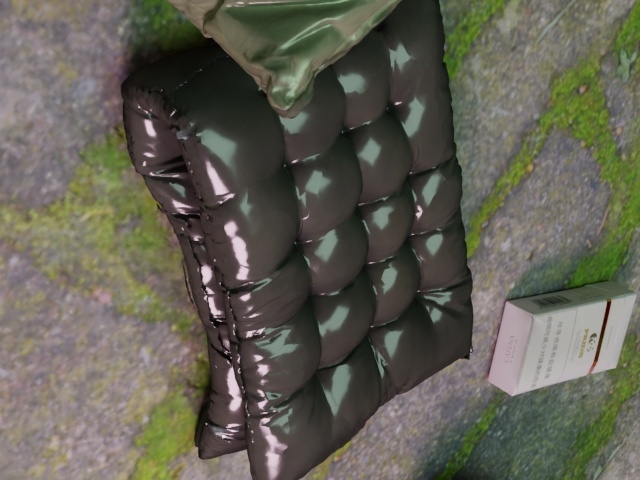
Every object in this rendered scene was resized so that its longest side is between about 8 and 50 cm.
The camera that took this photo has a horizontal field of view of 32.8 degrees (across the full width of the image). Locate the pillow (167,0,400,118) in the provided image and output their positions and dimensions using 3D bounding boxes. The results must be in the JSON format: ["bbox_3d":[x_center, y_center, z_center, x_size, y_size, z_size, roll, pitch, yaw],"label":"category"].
[{"bbox_3d":[-0.017,-0.234,0.522,0.281,0.274,0.076,-45,170,-14],"label":"pillow"}]

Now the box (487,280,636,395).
[{"bbox_3d":[0.230,0.090,1.023,0.154,0.040,0.084,-7,113,-39],"label":"box"}]

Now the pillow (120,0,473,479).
[{"bbox_3d":[0.000,0.000,0.745,0.228,0.101,0.326,-30,130,-29],"label":"pillow"}]
